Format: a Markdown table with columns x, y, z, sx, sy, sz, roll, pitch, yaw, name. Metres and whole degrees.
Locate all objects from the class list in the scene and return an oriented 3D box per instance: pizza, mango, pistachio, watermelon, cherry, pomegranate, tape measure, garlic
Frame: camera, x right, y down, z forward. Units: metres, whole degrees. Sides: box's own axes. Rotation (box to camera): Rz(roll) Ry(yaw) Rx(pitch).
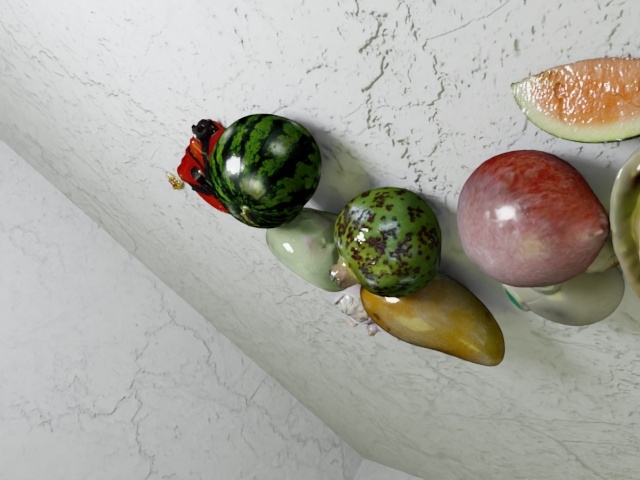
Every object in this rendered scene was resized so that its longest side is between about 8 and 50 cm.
| x | y | z | sx | sy | sz | roll | pitch | yaw | name |
| --- | --- | --- | --- | --- | --- | --- | --- | --- | --- |
| -0.531 | -0.211 | 1.550 | 0.078 | 0.025 | 0.083 | 45 | 149 | -18 | pizza |
| 0.275 | 0.177 | 1.077 | 0.383 | 0.199 | 0.221 | 28 | -177 | 28 | mango |
| 0.509 | -0.020 | 0.581 | 0.332 | 0.226 | 0.208 | 44 | -170 | -30 | pistachio |
| -0.125 | -0.160 | 0.991 | 0.268 | 0.269 | 0.269 | 26 | 148 | 18 | watermelon |
| 0.331 | -0.028 | 0.705 | 0.205 | 0.240 | 0.239 | -3 | 136 | 17 | cherry |
| 0.136 | 0.012 | 0.961 | 0.254 | 0.270 | 0.254 | 58 | -179 | -2 | pomegranate |
| 0.398 | -0.196 | 0.607 | 0.245 | 0.063 | 0.119 | 10 | 123 | 45 | watermelon |
| -0.286 | -0.191 | 1.242 | 0.260 | 0.114 | 0.253 | 44 | 149 | -12 | tape measure |
| 0.484 | 0.006 | 0.753 | 0.094 | 0.113 | 0.074 | 63 | 178 | 19 | garlic |

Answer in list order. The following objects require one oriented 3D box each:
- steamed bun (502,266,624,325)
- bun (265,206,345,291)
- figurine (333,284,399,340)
| x | y | z | sx | sy | sz | roll | pitch | yaw | name |
| --- | --- | --- | --- | --- | --- | --- | --- | --- | --- |
| 0.461 | 0.086 | 0.849 | 0.228 | 0.131 | 0.177 | 30 | 150 | 7 | steamed bun |
| 0.000 | 0.000 | 1.136 | 0.283 | 0.179 | 0.283 | 31 | -169 | -7 | bun |
| 0.159 | 0.203 | 1.321 | 0.275 | 0.133 | 0.200 | 33 | 138 | -3 | figurine |
